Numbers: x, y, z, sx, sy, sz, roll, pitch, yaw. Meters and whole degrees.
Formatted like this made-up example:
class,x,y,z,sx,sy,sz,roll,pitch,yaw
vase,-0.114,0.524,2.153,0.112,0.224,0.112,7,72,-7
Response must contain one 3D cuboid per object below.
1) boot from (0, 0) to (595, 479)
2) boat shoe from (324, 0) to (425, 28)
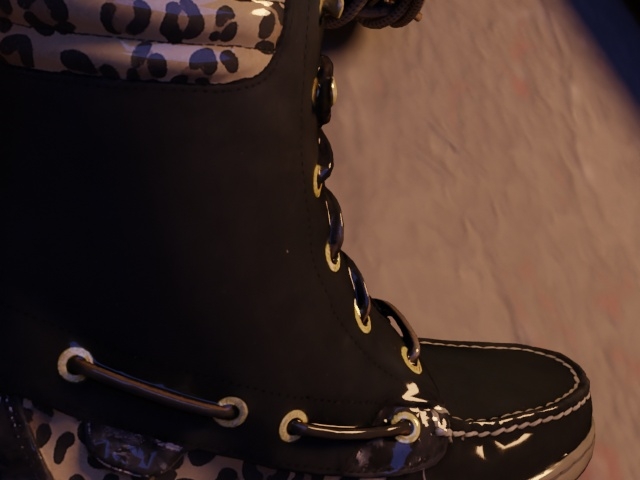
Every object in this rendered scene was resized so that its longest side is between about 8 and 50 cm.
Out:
class,x,y,z,sx,sy,sz,roll,pitch,yaw
boot,0.000,0.001,0.394,0.236,0.085,0.178,-1,107,-28
boat shoe,0.017,-0.143,0.500,0.116,0.123,0.324,45,55,-10
